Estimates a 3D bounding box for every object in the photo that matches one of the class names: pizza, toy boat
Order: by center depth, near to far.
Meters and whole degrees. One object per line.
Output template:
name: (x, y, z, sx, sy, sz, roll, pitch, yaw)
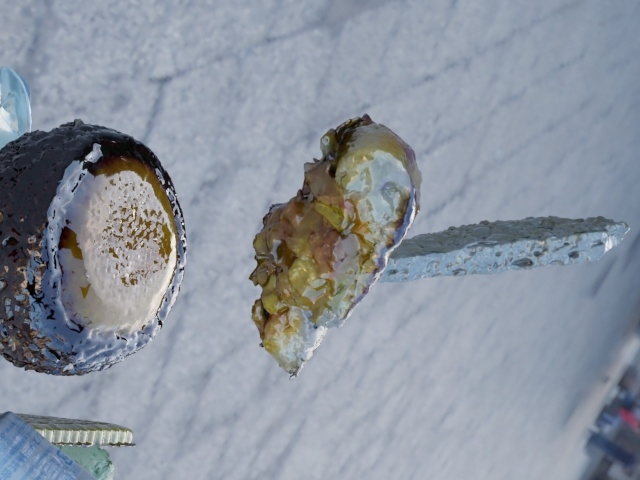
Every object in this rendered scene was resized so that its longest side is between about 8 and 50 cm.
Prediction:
pizza: (0.000, 0.000, 0.928, 0.161, 0.085, 0.305, -61, -179, -22)
toy boat: (-0.383, -0.142, 1.627, 0.105, 0.034, 0.149, 76, 14, -49)

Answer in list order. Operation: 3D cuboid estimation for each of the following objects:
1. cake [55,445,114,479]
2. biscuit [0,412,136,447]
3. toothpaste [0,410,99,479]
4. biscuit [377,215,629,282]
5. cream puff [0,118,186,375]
cake: (-0.408, 0.416, 2.153, 0.099, 0.100, 0.235, -34, 155, -36)
biscuit: (-0.327, 0.203, 1.430, 0.254, 0.172, 0.029, 23, 70, -68)
toothpaste: (-0.184, 0.215, 0.982, 0.073, 0.299, 0.114, -46, -176, 40)
biscuit: (0.176, 0.005, 1.403, 0.141, 0.290, 0.038, -113, -163, -78)
cream puff: (-0.239, 0.008, 1.237, 0.239, 0.165, 0.239, -9, 100, -58)
